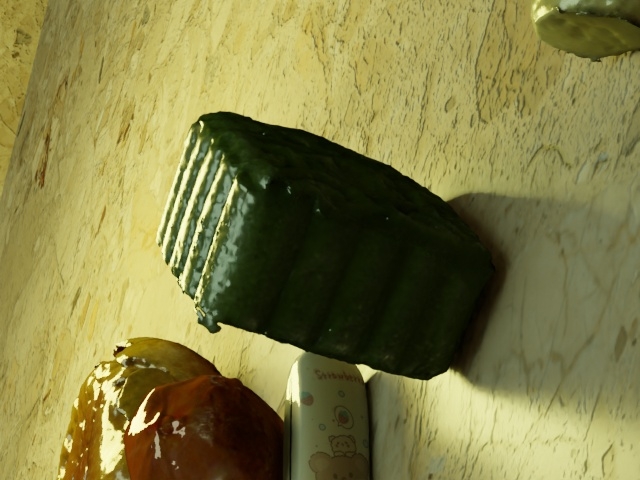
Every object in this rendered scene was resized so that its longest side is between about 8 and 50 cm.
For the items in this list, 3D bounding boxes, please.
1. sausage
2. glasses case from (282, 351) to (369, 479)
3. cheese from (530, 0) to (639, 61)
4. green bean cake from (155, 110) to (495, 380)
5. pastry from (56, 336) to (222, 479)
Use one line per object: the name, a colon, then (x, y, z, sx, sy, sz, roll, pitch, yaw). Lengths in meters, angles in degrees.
sausage: (-0.100, 0.220, 1.592, 0.268, 0.153, 0.141, 64, -166, -71)
glasses case: (0.006, 0.195, 1.524, 0.051, 0.081, 0.204, -46, 37, 47)
cheese: (0.225, -0.234, 1.268, 0.123, 0.094, 0.167, 165, 119, -67)
green bean cake: (0.000, 0.000, 1.439, 0.247, 0.250, 0.156, -130, 58, -65)
pastry: (-0.208, 0.282, 1.875, 0.356, 0.164, 0.356, -43, 40, 50)
